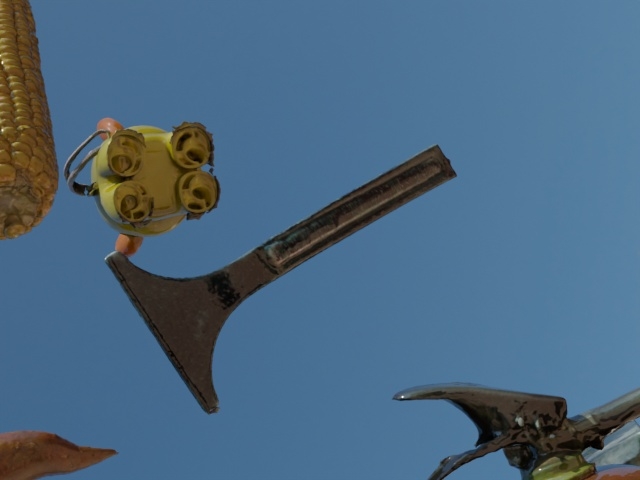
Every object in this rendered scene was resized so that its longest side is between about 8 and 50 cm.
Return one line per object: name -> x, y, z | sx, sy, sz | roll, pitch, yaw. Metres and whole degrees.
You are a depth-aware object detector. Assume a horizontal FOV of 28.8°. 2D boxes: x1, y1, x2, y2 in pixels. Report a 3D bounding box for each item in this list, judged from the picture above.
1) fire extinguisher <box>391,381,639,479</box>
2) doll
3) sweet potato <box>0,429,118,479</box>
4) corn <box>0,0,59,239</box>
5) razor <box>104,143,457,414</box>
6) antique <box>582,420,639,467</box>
fire extinguisher -> 0.189, 0.223, 0.648 | 0.200, 0.113, 0.376 | -19, -96, -24
doll -> -0.177, -0.053, 1.192 | 0.135, 0.221, 0.143 | -12, -85, -25
sweet potato -> -0.240, 0.164, 0.914 | 0.195, 0.056, 0.056 | -4, -79, -29
corn -> -0.216, -0.095, 0.806 | 0.080, 0.080, 0.238 | 52, -166, -45
razor -> 0.004, -0.003, 0.491 | 0.190, 0.033, 0.066 | -30, -94, -49
antique -> 0.234, 0.198, 0.983 | 0.086, 0.088, 0.183 | 58, -174, 7
